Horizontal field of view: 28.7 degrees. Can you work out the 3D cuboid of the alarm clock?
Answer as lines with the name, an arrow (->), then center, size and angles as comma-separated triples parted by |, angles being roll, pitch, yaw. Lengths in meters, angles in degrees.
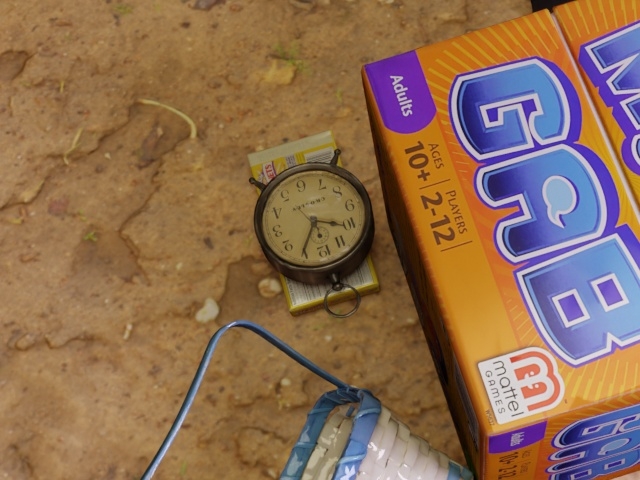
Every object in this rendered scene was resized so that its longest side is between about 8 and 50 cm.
alarm clock -> 0.000, 0.000, 1.368 | 0.129, 0.064, 0.192 | -18, 64, -1

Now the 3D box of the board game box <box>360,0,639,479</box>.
board game box -> 0.269, 0.014, 1.197 | 0.357, 0.356, 0.356 | -17, 67, 0

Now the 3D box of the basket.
basket -> -0.025, 0.248, 1.206 | 0.289, 0.201, 0.254 | 32, 72, -13

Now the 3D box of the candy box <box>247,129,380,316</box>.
candy box -> -0.009, -0.022, 1.428 | 0.105, 0.027, 0.205 | -17, 66, 3

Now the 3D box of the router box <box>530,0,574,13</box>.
router box -> 0.422, -0.359, 1.466 | 0.309, 0.081, 0.242 | 10, 69, 19
